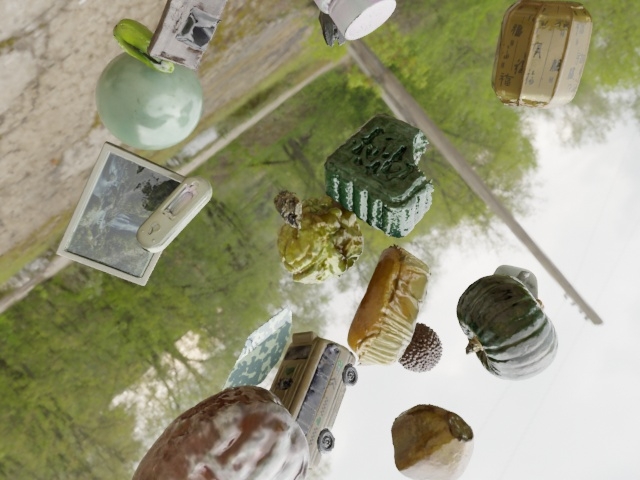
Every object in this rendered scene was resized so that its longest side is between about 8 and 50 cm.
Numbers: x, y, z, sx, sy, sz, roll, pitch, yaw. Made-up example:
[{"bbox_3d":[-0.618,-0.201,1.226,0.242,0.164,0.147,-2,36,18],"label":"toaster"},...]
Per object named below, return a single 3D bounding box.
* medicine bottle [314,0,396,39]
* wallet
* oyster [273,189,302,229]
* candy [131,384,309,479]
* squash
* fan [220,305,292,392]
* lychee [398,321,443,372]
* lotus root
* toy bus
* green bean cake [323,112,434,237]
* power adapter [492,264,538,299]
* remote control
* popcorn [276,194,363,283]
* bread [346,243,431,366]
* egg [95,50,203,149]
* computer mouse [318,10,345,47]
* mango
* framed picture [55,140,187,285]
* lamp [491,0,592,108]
[{"bbox_3d":[0.038,-0.558,1.278,0.152,0.254,0.152,-32,176,-3],"label":"medicine bottle"},{"bbox_3d":[-0.285,-0.482,1.341,0.230,0.124,0.042,-53,-144,36],"label":"wallet"},{"bbox_3d":[-0.093,-0.089,1.694,0.051,0.103,0.148,-14,-159,-17],"label":"oyster"},{"bbox_3d":[-0.144,0.352,0.893,0.289,0.214,0.157,-50,-161,-14],"label":"candy"},{"bbox_3d":[0.368,0.173,1.226,0.172,0.218,0.218,-32,-171,20],"label":"squash"},{"bbox_3d":[-0.131,0.244,1.323,0.009,0.131,0.240,18,-121,40],"label":"fan"},{"bbox_3d":[0.355,0.388,2.209,0.188,0.188,0.188,-40,-174,5],"label":"lychee"},{"bbox_3d":[0.295,0.489,1.531,0.180,0.188,0.199,-53,-155,36],"label":"lotus root"},{"bbox_3d":[-0.037,0.352,1.383,0.139,0.157,0.289,-13,-139,45],"label":"toy bus"},{"bbox_3d":[0.200,-0.201,1.771,0.308,0.300,0.169,-45,154,-25],"label":"green bean cake"},{"bbox_3d":[0.511,0.178,1.676,0.255,0.124,0.187,99,3,-54],"label":"power adapter"},{"bbox_3d":[-0.343,-0.066,1.443,0.221,0.078,0.042,-49,164,-14],"label":"remote control"},{"bbox_3d":[-0.008,0.006,1.909,0.282,0.282,0.247,-46,-173,-38],"label":"popcorn"},{"bbox_3d":[0.200,0.184,1.849,0.236,0.183,0.389,-57,-171,46],"label":"bread"},{"bbox_3d":[-0.468,-0.385,1.682,0.276,0.276,0.389,-42,-155,-15],"label":"egg"},{"bbox_3d":[0.037,-0.637,1.806,0.079,0.135,0.047,-7,177,-4],"label":"computer mouse"},{"bbox_3d":[-0.411,-0.458,1.451,0.074,0.165,0.091,-55,-170,-4],"label":"mango"},{"bbox_3d":[-0.484,-0.058,1.530,0.324,0.240,0.020,-58,-157,16],"label":"framed picture"},{"bbox_3d":[0.394,-0.336,1.106,0.161,0.185,0.161,3,-159,-1],"label":"lamp"}]
